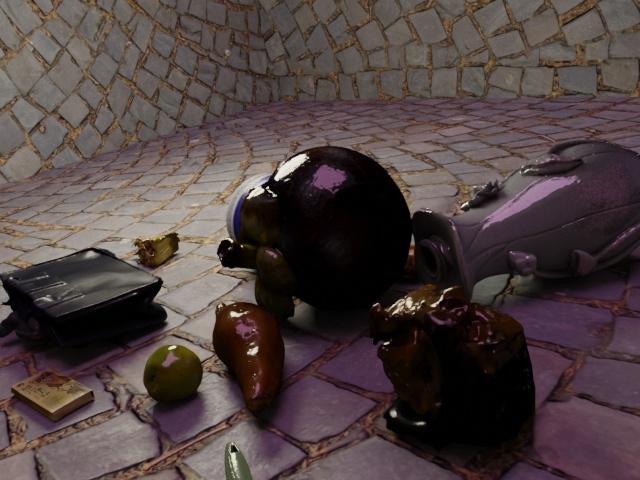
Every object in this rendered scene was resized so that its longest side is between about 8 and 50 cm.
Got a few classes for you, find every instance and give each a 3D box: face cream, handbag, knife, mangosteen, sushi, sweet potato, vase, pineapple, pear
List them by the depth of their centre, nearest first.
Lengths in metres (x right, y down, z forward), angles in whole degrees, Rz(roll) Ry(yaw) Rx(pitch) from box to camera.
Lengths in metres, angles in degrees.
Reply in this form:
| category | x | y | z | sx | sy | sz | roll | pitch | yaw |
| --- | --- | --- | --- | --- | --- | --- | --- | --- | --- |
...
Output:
| category | x | y | z | sx | sy | sz | roll | pitch | yaw |
| --- | --- | --- | --- | --- | --- | --- | --- | --- | --- |
| knife | -0.076 | 0.316 | 0.764 | 0.043 | 0.020 | 0.293 | -11 | 21 | -12 |
| sushi | 0.163 | 0.150 | 0.854 | 0.200 | 0.204 | 0.213 | -4 | 15 | 24 |
| pear | -0.229 | 0.204 | 1.030 | 0.092 | 0.092 | 0.097 | -2 | 20 | 15 |
| sweet potato | -0.118 | 0.159 | 1.079 | 0.112 | 0.112 | 0.359 | -15 | 18 | -18 |
| mangosteen | 0.010 | -0.009 | 1.210 | 0.330 | 0.330 | 0.330 | -7 | 20 | 3 |
| vase | 0.386 | -0.028 | 1.225 | 0.445 | 0.250 | 0.250 | -18 | 22 | -18 |
| handbag | -0.486 | 0.120 | 1.314 | 0.269 | 0.118 | 0.325 | -15 | 20 | -38 |
| face cream | -0.102 | -0.046 | 1.475 | 0.206 | 0.206 | 0.111 | -18 | 17 | -25 |
| pineapple | -0.402 | 0.010 | 1.637 | 0.116 | 0.069 | 0.137 | -17 | 20 | -19 |

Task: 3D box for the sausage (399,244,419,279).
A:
| category | x | y | z | sx | sy | sz | roll | pitch | yaw |
| --- | --- | --- | --- | --- | --- | --- | --- | --- | --- |
| sausage | 0.126 | 0.033 | 1.368 | 0.264 | 0.083 | 0.083 | 9 | 26 | 38 |

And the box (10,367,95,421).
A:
| category | x | y | z | sx | sy | sz | roll | pitch | yaw |
| --- | --- | --- | --- | --- | --- | --- | --- | --- | --- |
| box | -0.438 | 0.247 | 1.088 | 0.149 | 0.020 | 0.073 | 9 | 27 | 40 |

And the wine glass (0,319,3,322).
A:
| category | x | y | z | sx | sy | sz | roll | pitch | yaw |
| --- | --- | --- | --- | --- | --- | --- | --- | --- | --- |
| wine glass | -0.825 | 0.139 | 1.291 | 0.357 | 0.190 | 0.190 | -11 | 20 | -12 |
